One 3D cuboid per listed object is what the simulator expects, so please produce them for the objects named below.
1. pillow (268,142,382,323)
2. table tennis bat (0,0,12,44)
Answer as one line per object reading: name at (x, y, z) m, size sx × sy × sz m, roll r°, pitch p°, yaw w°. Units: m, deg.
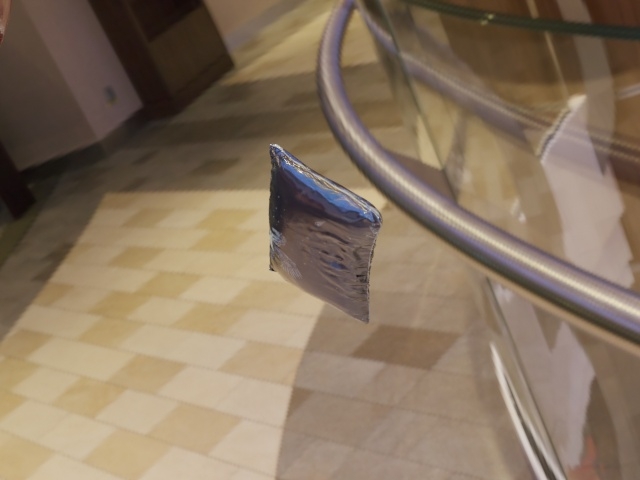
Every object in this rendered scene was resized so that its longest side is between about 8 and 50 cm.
pillow at (0.000, 0.000, 1.023) m, size 0.141 × 0.208 × 0.055 m, roll 33°, pitch 60°, yaw 18°
table tennis bat at (-0.356, -0.158, 0.768) m, size 0.310 × 0.200 × 0.038 m, roll -50°, pitch -12°, yaw 16°
